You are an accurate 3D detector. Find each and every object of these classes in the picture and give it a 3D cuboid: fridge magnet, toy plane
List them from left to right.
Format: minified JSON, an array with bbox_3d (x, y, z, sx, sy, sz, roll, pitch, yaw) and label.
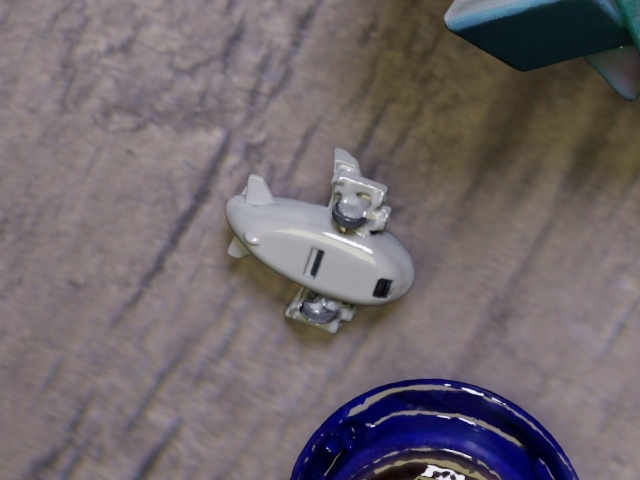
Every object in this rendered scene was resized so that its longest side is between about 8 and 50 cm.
[{"bbox_3d":[-0.001,0.002,1.043,0.174,0.080,0.174,9,120,15],"label":"toy plane"},{"bbox_3d":[0.097,0.250,1.051,0.265,0.112,0.265,2,100,10],"label":"fridge magnet"}]

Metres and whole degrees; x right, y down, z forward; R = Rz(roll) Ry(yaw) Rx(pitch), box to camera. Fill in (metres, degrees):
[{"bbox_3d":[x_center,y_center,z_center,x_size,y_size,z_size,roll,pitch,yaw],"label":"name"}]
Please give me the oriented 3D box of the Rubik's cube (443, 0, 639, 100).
[{"bbox_3d":[0.232,-0.272,0.789,0.387,0.358,0.368,19,124,10],"label":"Rubik's cube"}]
